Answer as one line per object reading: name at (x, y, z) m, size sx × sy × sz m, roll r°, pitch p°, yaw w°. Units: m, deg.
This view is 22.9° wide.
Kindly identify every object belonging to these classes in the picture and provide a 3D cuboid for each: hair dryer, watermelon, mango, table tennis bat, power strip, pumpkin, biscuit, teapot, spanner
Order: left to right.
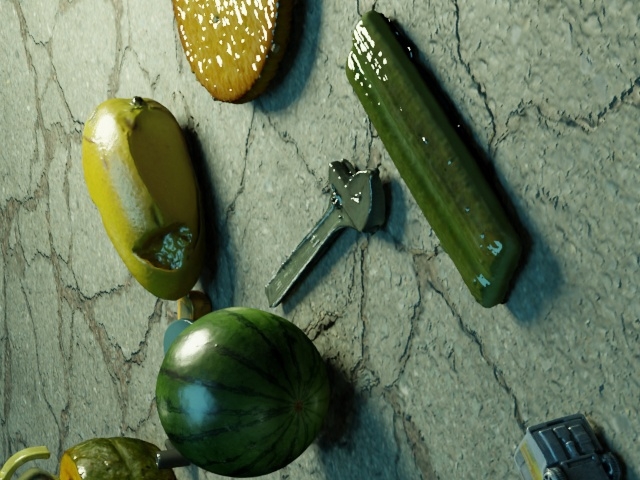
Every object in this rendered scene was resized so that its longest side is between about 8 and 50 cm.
teapot at (-0.409, 0.365, 2.183) m, size 0.130 × 0.119 × 0.165 m, roll -143°, pitch 53°, yaw -59°
pumpkin at (-0.290, 0.413, 2.242) m, size 0.190 × 0.139 × 0.280 m, roll 49°, pitch 141°, yaw 48°
mango at (-0.217, -0.054, 1.970) m, size 0.262 × 0.130 × 0.167 m, roll 69°, pitch 154°, yaw 13°
hair dryer at (-0.203, 0.285, 2.142) m, size 0.083 × 0.047 × 0.026 m, roll -136°, pitch 43°, yaw -71°
power strip at (-0.162, 0.145, 2.028) m, size 0.049 × 0.028 × 0.178 m, roll 36°, pitch 129°, yaw 55°
table tennis bat at (-0.147, 0.150, 1.968) m, size 0.155 × 0.019 × 0.100 m, roll 13°, pitch 112°, yaw 47°
biscuit at (-0.098, -0.299, 1.759) m, size 0.305 × 0.038 × 0.305 m, roll 23°, pitch 116°, yaw 59°
watermelon at (-0.092, 0.163, 1.711) m, size 0.215 × 0.188 × 0.188 m, roll 3°, pitch 101°, yaw 50°
spanner at (0.000, 0.000, 1.673) m, size 0.325 × 0.026 × 0.093 m, roll -52°, pitch 53°, yaw 58°
biscuit at (0.095, -0.083, 1.444) m, size 0.322 × 0.038 × 0.099 m, roll 62°, pitch 151°, yaw 33°

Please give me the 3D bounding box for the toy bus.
toy bus at (0.219, 0.235, 1.267) m, size 0.075 × 0.064 × 0.190 m, roll 114°, pitch 139°, yaw -56°
